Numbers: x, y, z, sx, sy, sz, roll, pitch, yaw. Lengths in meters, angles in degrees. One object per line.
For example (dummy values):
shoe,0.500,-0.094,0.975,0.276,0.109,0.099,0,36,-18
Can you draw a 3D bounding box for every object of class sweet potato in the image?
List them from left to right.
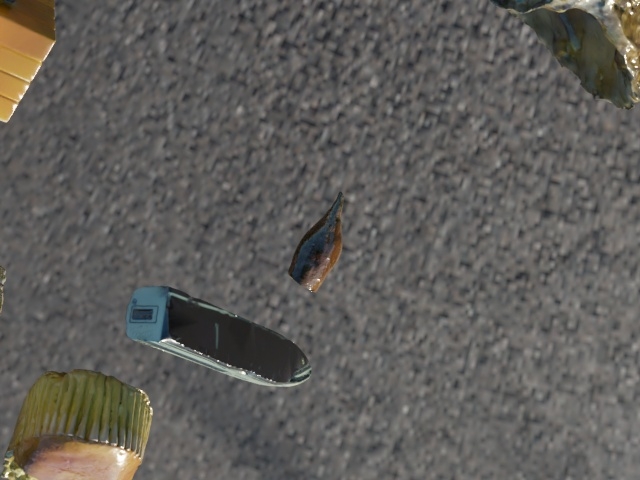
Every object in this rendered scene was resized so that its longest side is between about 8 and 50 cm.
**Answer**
sweet potato,0.000,0.000,1.764,0.049,0.049,0.117,23,101,-3

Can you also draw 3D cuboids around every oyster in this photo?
oyster,0.238,-0.217,1.528,0.204,0.111,0.396,39,178,-18

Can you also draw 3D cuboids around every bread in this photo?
bread,-0.334,0.278,2.224,0.179,0.133,0.250,17,148,-21

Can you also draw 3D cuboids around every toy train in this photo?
toy train,-0.089,0.099,1.525,0.048,0.055,0.252,-6,160,31

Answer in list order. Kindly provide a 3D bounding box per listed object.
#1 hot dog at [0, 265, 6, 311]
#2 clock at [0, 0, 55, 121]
hot dog,-0.594,0.097,1.769,0.367,0.196,0.365,-45,130,13
clock,-0.401,-0.216,1.767,0.166,0.235,0.309,24,162,-23
